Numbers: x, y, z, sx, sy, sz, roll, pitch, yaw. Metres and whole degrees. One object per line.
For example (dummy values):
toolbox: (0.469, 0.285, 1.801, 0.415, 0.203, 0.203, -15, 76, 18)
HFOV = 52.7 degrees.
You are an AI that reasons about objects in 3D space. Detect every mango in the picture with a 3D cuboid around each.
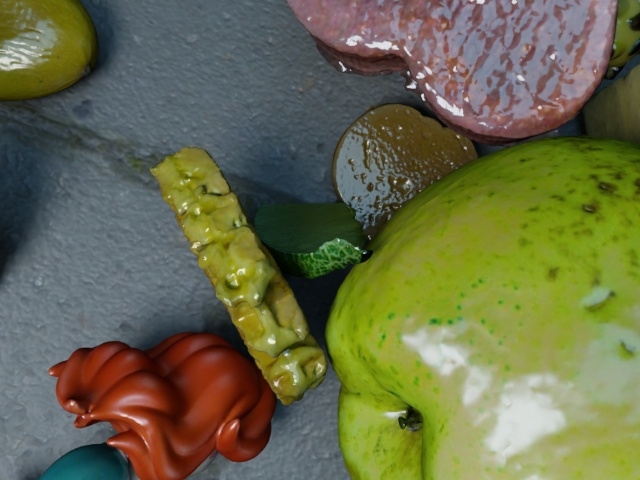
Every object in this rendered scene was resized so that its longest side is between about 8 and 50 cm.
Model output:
mango: (-0.355, -0.212, 0.673, 0.237, 0.091, 0.137, -5, 80, -4)

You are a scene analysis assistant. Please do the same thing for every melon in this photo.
melon: (0.000, -0.001, 0.602, 0.113, 0.262, 0.053, -13, 102, -9)

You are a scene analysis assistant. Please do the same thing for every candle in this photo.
candle: (0.138, -0.249, 0.574, 0.317, 0.131, 0.287, 37, 99, 6)

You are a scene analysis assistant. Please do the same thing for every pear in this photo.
pear: (0.186, 0.106, 0.558, 0.390, 0.391, 0.391, 1, 81, -8)

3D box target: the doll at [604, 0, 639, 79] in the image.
doll: (0.351, -0.259, 0.720, 0.086, 0.117, 0.291, 18, 36, 32)

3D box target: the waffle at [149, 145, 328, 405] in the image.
waffle: (-0.056, 0.059, 0.578, 0.057, 0.229, 0.219, -29, 52, -10)

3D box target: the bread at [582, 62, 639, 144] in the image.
bread: (0.469, -0.067, 0.701, 0.278, 0.207, 0.279, -7, 83, -10)

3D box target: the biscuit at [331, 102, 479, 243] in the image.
biscuit: (0.091, -0.066, 0.731, 0.170, 0.050, 0.170, 0, 88, -5)

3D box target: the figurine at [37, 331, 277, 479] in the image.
figurine: (-0.169, 0.187, 0.581, 0.208, 0.181, 0.257, 45, 78, -17)
